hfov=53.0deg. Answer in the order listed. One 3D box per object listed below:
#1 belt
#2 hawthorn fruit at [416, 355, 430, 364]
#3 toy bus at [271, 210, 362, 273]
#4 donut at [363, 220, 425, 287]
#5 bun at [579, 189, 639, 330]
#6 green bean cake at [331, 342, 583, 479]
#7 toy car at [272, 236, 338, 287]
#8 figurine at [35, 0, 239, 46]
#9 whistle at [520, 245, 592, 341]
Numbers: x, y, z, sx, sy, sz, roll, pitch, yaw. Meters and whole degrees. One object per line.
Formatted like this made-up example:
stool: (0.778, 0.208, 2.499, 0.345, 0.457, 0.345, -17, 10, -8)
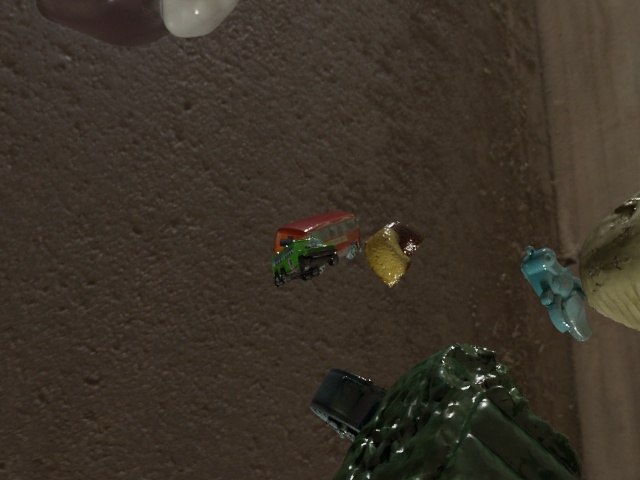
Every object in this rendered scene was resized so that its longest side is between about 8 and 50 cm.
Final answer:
belt: (0.094, 0.340, 1.196, 0.116, 0.206, 0.267, -57, 140, -18)
hawthorn fruit: (0.295, 0.356, 1.594, 0.189, 0.149, 0.149, 7, 62, -75)
toy bus: (0.000, 0.000, 1.570, 0.265, 0.121, 0.119, -20, 112, -52)
donut: (0.202, 0.019, 1.745, 0.141, 0.085, 0.217, 38, 39, -5)
bun: (0.626, 0.040, 1.075, 0.326, 0.362, 0.234, 34, 70, -7)
green bean cake: (0.161, 0.255, 0.779, 0.169, 0.300, 0.308, 43, 46, -1)
toy car: (-0.031, 0.033, 1.121, 0.071, 0.165, 0.062, -10, 78, -27)
figurine: (-0.225, -0.331, 0.757, 0.218, 0.365, 0.206, -12, 107, -9)
whistle: (0.592, 0.130, 1.605, 0.186, 0.093, 0.274, -35, 92, -43)
